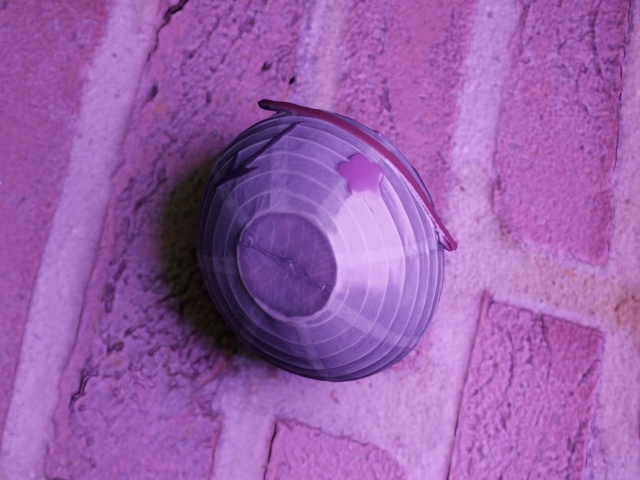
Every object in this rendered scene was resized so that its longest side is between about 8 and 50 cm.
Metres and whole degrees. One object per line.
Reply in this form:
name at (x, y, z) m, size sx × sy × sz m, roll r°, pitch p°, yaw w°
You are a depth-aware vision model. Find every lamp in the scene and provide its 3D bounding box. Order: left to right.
lamp at (0.000, 0.000, 1.221) m, size 0.265 × 0.233 × 0.233 m, roll 45°, pitch 67°, yaw 2°

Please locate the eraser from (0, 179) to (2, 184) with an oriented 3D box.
eraser at (-0.368, -0.007, 1.191) m, size 0.104 × 0.023 × 0.150 m, roll 23°, pitch 72°, yaw -14°
